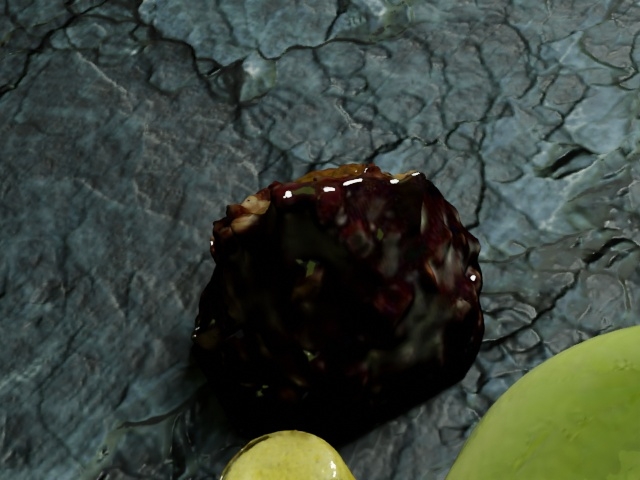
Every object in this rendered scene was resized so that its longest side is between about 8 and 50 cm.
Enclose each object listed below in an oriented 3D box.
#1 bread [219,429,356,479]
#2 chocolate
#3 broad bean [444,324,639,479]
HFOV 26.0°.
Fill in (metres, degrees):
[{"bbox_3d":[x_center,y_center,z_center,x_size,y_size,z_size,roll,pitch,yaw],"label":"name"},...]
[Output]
[{"bbox_3d":[-0.049,0.237,0.859,0.102,0.094,0.245,6,53,30],"label":"bread"},{"bbox_3d":[0.000,0.000,0.979,0.224,0.177,0.206,-27,51,-10],"label":"chocolate"},{"bbox_3d":[0.169,0.158,0.850,0.263,0.121,0.189,-42,51,-17],"label":"broad bean"}]
